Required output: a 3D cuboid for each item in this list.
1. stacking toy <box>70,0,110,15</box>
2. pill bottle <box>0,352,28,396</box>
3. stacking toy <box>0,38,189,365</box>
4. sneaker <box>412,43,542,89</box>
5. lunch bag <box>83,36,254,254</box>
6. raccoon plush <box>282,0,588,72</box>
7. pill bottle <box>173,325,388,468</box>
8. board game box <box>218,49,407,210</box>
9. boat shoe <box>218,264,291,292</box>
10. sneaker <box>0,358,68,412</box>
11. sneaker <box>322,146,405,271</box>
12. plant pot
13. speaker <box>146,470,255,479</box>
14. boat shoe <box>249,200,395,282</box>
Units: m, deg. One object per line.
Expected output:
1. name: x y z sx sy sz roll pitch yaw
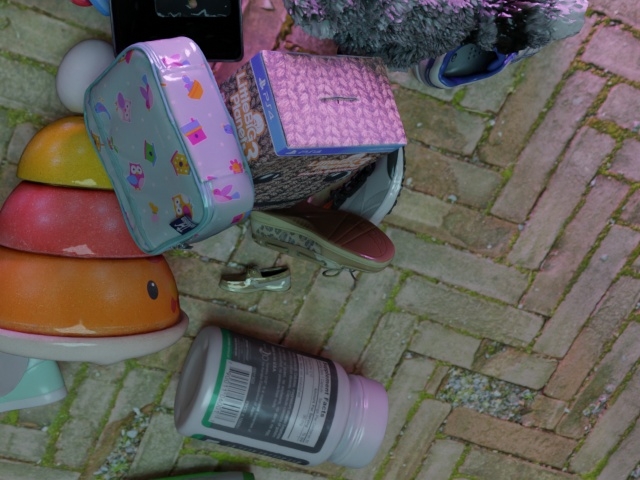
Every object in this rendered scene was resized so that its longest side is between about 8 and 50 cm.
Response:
1. stacking toy: -0.447 -0.408 1.232 0.301 0.166 0.175 -6 75 8
2. pill bottle: -0.606 0.182 1.430 0.208 0.117 0.118 12 114 14
3. stacking toy: -0.368 -0.071 1.340 0.350 0.350 0.480 4 98 -13
4. sneaker: 0.303 -0.322 1.422 0.296 0.131 0.112 -28 115 0
5. lunch bag: -0.219 -0.119 1.195 0.107 0.224 0.279 -19 87 -45
6. raccoon plush: 0.145 -0.378 1.216 0.446 0.299 0.216 -7 89 15
7. pill bottle: -0.071 0.300 1.588 0.360 0.204 0.204 19 109 -19
8. board game box: -0.063 -0.153 1.288 0.232 0.291 0.141 -8 78 -41
9. boat shoe: -0.119 0.067 1.562 0.135 0.050 0.045 -2 112 -21
10. sneaker: -0.583 0.231 1.532 0.255 0.094 0.151 -13 92 10
11. sneaker: 0.068 -0.073 1.507 0.107 0.100 0.272 21 109 -14
12. plant pot: -0.204 -0.374 1.265 0.188 0.167 0.188 -1 115 0
13. speaker: -0.274 0.534 1.700 0.296 0.131 0.131 -5 115 -9
14. boat shoe: 0.000 0.000 1.461 0.104 0.285 0.089 -31 134 -44
